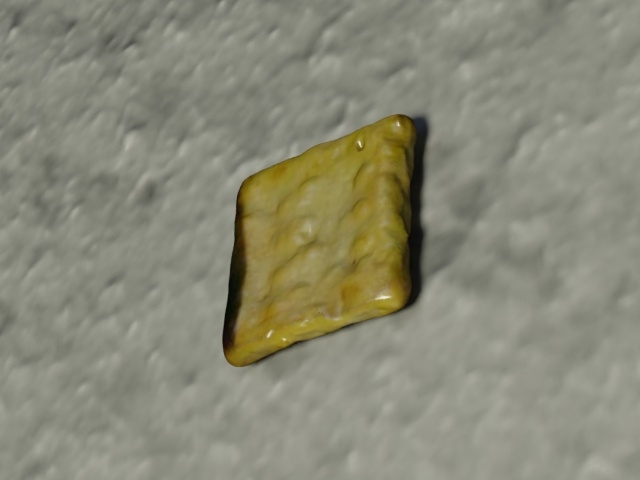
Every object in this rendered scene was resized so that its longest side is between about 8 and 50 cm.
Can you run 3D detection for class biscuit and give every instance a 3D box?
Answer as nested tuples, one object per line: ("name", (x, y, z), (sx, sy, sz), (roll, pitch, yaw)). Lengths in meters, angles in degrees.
("biscuit", (0.000, 0.000, 0.692), (0.081, 0.018, 0.083), (-23, 47, 32))
